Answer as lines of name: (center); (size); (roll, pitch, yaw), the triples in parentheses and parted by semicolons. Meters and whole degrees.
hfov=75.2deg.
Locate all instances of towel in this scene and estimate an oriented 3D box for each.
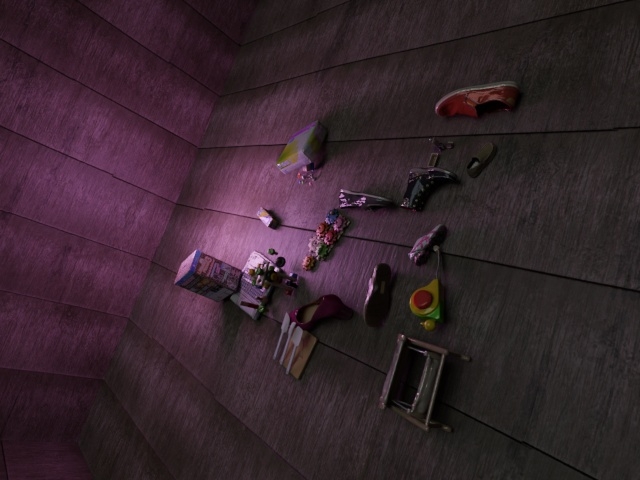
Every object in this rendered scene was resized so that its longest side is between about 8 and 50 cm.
towel: (-0.367, 0.235, 2.294); (0.324, 0.056, 0.313); (28, 91, 49)

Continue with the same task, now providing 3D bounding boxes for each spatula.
spatula: (-0.153, 0.478, 1.907); (0.168, 0.019, 0.242); (32, 109, 47)

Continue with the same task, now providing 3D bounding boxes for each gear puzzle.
gear puzzle: (0.000, 0.000, 2.043); (0.339, 0.044, 0.175); (-55, 42, 10)

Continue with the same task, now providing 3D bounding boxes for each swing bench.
swing bench: (0.323, 0.465, 1.391); (0.254, 0.165, 0.254); (8, 77, 48)

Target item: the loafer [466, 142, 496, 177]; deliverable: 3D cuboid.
loafer: (0.608, -0.309, 1.572); (0.148, 0.050, 0.056); (-58, 42, 7)

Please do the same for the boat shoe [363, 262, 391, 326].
boat shoe: (0.228, 0.220, 1.686); (0.095, 0.095, 0.258); (157, 130, -79)

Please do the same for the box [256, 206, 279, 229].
box: (-0.308, -0.130, 2.416); (0.059, 0.054, 0.169); (-56, 43, 9)

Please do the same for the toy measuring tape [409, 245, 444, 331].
toy measuring tape: (0.388, 0.174, 1.519); (0.121, 0.121, 0.331); (-19, 49, 39)

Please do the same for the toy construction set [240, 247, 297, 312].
toy construction set: (-0.295, 0.208, 2.058); (0.257, 0.237, 0.309); (37, 95, 34)

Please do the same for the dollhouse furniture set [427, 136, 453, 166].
dollhouse furniture set: (0.477, -0.364, 1.710); (0.090, 0.081, 0.115); (13, 80, 48)

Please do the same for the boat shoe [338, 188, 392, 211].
boat shoe: (0.200, -0.168, 1.889); (0.335, 0.112, 0.096); (21, 103, 54)

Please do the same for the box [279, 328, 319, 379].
box: (-0.102, 0.507, 1.912); (0.164, 0.021, 0.201); (25, 90, 49)

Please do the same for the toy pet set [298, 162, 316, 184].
toy pet set: (-0.065, -0.373, 2.304); (0.122, 0.065, 0.114); (22, 122, 51)

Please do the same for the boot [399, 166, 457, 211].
boot: (0.430, -0.200, 1.677); (0.236, 0.085, 0.179); (17, 85, 55)

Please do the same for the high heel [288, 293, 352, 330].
high heel: (-0.052, 0.301, 1.835); (0.377, 0.181, 0.127); (-20, 48, 36)

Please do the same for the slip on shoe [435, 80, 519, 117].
slip on shoe: (0.608, -0.539, 1.645); (0.331, 0.123, 0.102); (2, 76, 41)

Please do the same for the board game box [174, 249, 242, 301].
board game box: (-0.640, 0.209, 2.367); (0.232, 0.290, 0.141); (-32, 39, 44)

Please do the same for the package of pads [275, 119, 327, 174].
package of pads: (-0.097, -0.517, 2.305); (0.229, 0.101, 0.297); (-16, 40, 40)

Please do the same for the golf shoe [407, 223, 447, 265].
golf shoe: (0.408, 0.005, 1.607); (0.186, 0.067, 0.086); (-52, 41, 13)
